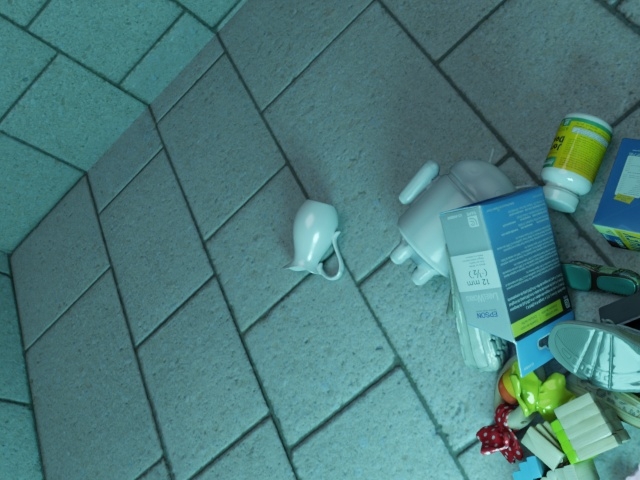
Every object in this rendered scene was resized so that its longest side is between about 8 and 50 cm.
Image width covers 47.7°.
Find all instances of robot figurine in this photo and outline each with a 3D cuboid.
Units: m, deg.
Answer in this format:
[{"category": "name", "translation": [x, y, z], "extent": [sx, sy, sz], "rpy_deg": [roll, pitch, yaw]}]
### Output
[{"category": "robot figurine", "translation": [0.325, -0.051, 1.726], "extent": [0.300, 0.200, 0.353], "rpy_deg": [45, 104, 1]}]

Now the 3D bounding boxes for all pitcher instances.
[{"category": "pitcher", "translation": [0.000, 0.000, 2.033], "extent": [0.178, 0.125, 0.207], "rpy_deg": [15, 90, 21]}]

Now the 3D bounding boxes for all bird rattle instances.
[{"category": "bird rattle", "translation": [0.424, 0.340, 1.527], "extent": [0.206, 0.143, 0.253], "rpy_deg": [-79, 5, -49]}]

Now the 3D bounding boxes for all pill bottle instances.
[{"category": "pill bottle", "translation": [0.571, -0.174, 1.641], "extent": [0.118, 0.118, 0.208], "rpy_deg": [19, 84, 42]}]

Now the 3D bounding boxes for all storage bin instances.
[{"category": "storage bin", "translation": [0.635, 0.166, 1.465], "extent": [0.135, 0.098, 0.091], "rpy_deg": [-28, 27, 27]}]

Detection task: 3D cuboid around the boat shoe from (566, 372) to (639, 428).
[{"category": "boat shoe", "translation": [0.609, 0.312, 1.401], "extent": [0.285, 0.105, 0.089], "rpy_deg": [20, 86, 43]}]

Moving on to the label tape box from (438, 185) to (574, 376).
[{"category": "label tape box", "translation": [0.397, 0.080, 1.502], "extent": [0.115, 0.249, 0.347], "rpy_deg": [-10, 94, 47]}]

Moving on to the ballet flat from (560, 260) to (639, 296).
[{"category": "ballet flat", "translation": [0.594, 0.078, 1.552], "extent": [0.188, 0.070, 0.070], "rpy_deg": [16, 81, 37]}]

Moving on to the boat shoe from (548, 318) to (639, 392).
[{"category": "boat shoe", "translation": [0.600, 0.225, 1.381], "extent": [0.321, 0.103, 0.118], "rpy_deg": [13, 108, 20]}]

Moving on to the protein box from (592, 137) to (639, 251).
[{"category": "protein box", "translation": [0.702, -0.082, 1.482], "extent": [0.200, 0.136, 0.201], "rpy_deg": [16, 81, 41]}]

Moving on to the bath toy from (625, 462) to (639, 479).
[{"category": "bath toy", "translation": [0.630, 0.429, 1.266], "extent": [0.348, 0.129, 0.151], "rpy_deg": [-58, 42, 26]}]

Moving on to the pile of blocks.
[{"category": "pile of blocks", "translation": [0.471, 0.448, 1.424], "extent": [0.149, 0.113, 0.362], "rpy_deg": [44, 116, 40]}]

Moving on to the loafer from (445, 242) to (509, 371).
[{"category": "loafer", "translation": [0.328, 0.143, 1.625], "extent": [0.112, 0.112, 0.319], "rpy_deg": [-12, 94, 40]}]
